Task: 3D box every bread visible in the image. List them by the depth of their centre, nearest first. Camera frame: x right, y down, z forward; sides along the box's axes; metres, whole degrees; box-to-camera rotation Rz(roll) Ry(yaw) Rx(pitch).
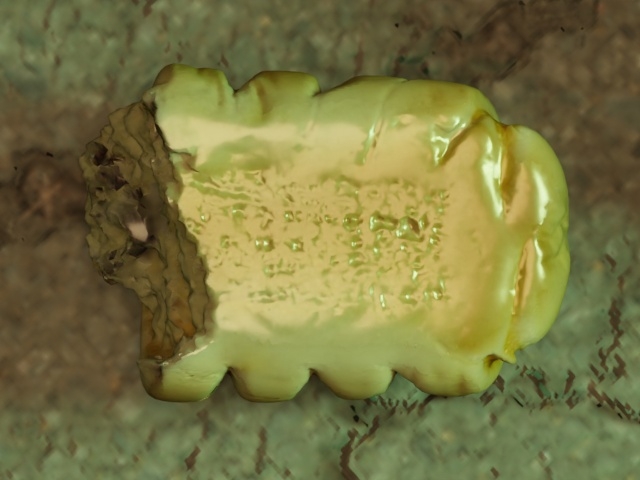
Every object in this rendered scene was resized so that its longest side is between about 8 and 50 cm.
[{"bbox_3d":[0.000,0.000,0.623,0.177,0.084,0.119,3,91,-3],"label":"bread"}]
